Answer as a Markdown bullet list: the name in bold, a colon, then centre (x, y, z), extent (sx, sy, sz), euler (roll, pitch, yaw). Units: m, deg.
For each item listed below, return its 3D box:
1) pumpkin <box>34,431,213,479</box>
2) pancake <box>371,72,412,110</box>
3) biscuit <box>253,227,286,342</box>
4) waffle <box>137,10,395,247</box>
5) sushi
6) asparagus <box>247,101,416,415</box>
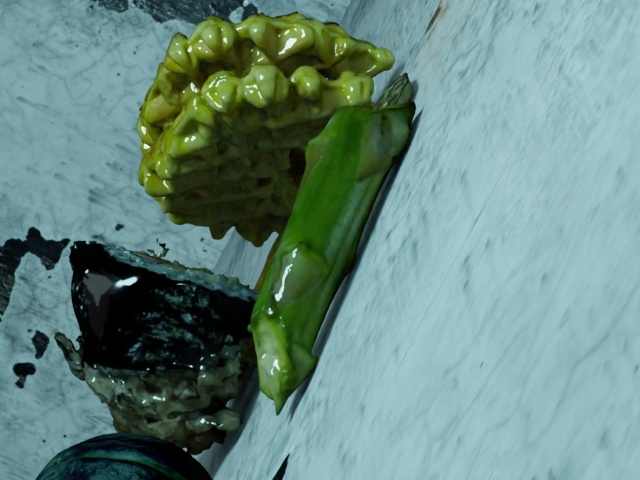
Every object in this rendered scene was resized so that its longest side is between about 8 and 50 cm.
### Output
- **pumpkin**: centre (-0.195, 0.265, 1.464), extent (0.248, 0.248, 0.248), euler (-62, 6, 12)
- **pancake**: centre (0.040, -0.080, 1.935), extent (0.212, 0.029, 0.235), euler (-62, 7, 13)
- **biscuit**: centre (-0.073, 0.090, 2.151), extent (0.240, 0.035, 0.158), euler (-64, 5, -6)
- **waffle**: centre (-0.074, -0.129, 2.145), extent (0.324, 0.261, 0.151), euler (118, 152, -52)
- **sushi**: centre (-0.176, 0.122, 2.012), extent (0.238, 0.225, 0.219), euler (-52, -25, -79)
- **asparagus**: centre (0.001, 0.000, 1.709), extent (0.082, 0.085, 0.343), euler (-12, 45, 51)
